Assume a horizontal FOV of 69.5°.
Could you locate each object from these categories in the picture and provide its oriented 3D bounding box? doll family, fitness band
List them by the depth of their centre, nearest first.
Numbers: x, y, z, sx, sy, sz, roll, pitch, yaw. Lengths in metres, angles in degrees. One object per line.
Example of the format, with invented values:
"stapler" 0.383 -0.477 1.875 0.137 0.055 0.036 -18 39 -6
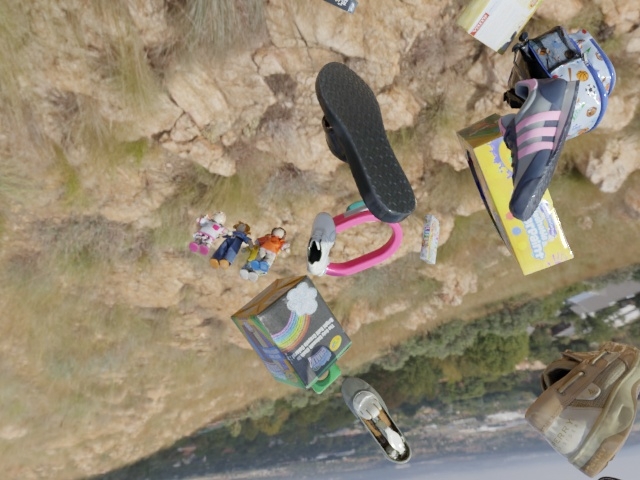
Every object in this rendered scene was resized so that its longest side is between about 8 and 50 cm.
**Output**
"doll family" -0.202 0.015 1.197 0.263 0.163 0.118 16 135 10
"fitness band" 0.106 0.007 1.407 0.291 0.054 0.208 -22 127 8

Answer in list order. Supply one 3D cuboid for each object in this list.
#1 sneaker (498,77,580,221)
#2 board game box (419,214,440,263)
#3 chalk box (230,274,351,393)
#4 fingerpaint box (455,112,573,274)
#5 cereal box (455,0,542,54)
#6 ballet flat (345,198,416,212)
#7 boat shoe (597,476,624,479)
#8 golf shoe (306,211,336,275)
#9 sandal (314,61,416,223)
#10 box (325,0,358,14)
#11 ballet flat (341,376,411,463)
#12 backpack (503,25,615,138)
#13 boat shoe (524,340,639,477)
"sneaker" 0.411 -0.187 0.925 0.131 0.318 0.112 18 162 26
"board game box" 0.382 -0.002 1.603 0.026 0.153 0.103 4 169 30
"chalk box" -0.059 0.258 1.199 0.180 0.288 0.179 -38 -168 -30
"fingerpaint box" 0.621 -0.167 1.523 0.163 0.371 0.444 -24 106 16
"cereal box" 0.432 -0.548 1.085 0.240 0.047 0.173 -7 140 -51
"ballet flat" 0.214 -0.109 1.627 0.249 0.086 0.086 -9 152 4
"boat shoe" 0.628 0.523 0.836 0.103 0.285 0.092 -42 114 -7
"golf shoe" 0.000 0.000 1.182 0.069 0.176 0.086 2 160 11
"sandal" 0.076 -0.228 1.071 0.168 0.445 0.107 0 153 -36
"box" 0.005 -0.360 0.661 0.067 0.083 0.018 -6 135 -48
"ballet flat" 0.126 0.389 1.006 0.072 0.213 0.068 -34 173 -16
"backpack" 0.628 -0.393 1.215 0.213 0.263 0.276 -19 162 12
"boat shoe" 0.397 0.209 0.685 0.341 0.110 0.121 -8 125 -53
